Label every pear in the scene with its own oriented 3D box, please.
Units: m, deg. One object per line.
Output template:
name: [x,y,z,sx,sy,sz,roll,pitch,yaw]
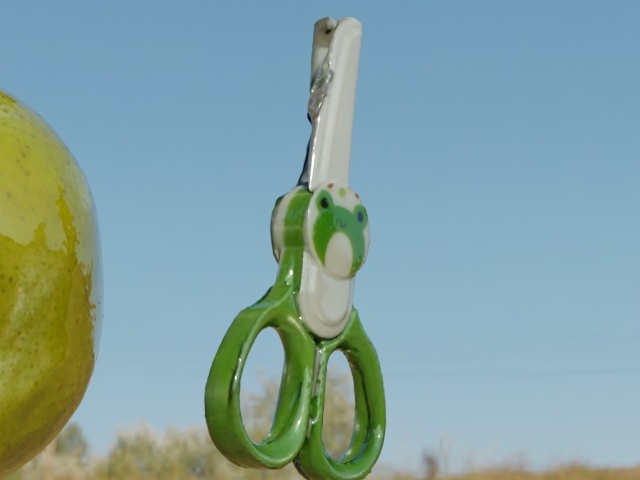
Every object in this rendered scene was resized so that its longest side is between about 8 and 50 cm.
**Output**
pear: [-0.182,0.019,0.588,0.198,0.198,0.198,-1,-18,0]

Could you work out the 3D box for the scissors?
scissors: [0.000,0.000,0.609,0.027,0.204,0.101,-5,-20,37]
